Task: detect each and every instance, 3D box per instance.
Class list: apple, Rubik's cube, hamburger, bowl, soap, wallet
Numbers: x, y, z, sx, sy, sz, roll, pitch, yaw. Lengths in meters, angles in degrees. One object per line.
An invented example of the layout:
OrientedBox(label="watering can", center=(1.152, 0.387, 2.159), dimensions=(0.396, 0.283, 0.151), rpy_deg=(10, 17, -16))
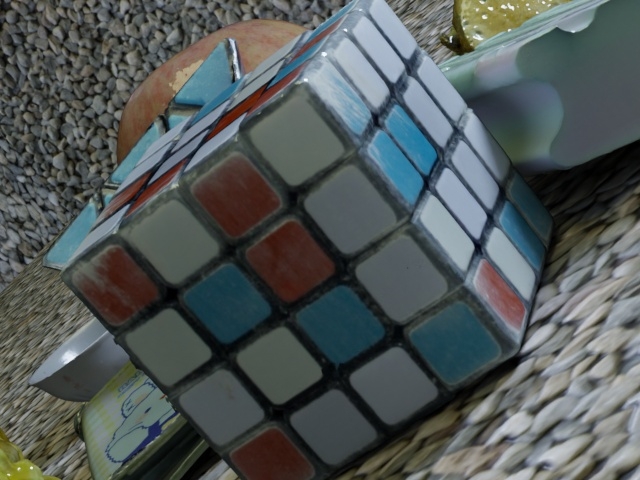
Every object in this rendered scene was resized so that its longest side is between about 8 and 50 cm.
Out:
OrientedBox(label="apple", center=(-0.093, -0.132, 2.231), dimensions=(0.344, 0.269, 0.345), rpy_deg=(-39, 9, 8))
OrientedBox(label="Rubik's cube", center=(-0.108, -0.023, 1.853), dimensions=(0.229, 0.228, 0.233), rpy_deg=(-50, 2, -39))
OrientedBox(label="hamburger", center=(0.220, -0.218, 1.865), dimensions=(0.131, 0.184, 0.159), rpy_deg=(76, -157, -67))
OrientedBox(label="bowl", center=(-0.255, 0.143, 2.158), dimensions=(0.189, 0.086, 0.189), rpy_deg=(-37, 10, 7))
OrientedBox(label="soap", center=(0.216, -0.138, 1.504), dimensions=(0.208, 0.115, 0.347), rpy_deg=(-30, 6, -20))
OrientedBox(label="Rubik's cube", center=(-0.001, 0.001, 1.375), dimensions=(0.253, 0.259, 0.256), rpy_deg=(-33, 13, 24))
OrientedBox(label="wallet", center=(-0.141, 0.156, 1.726), dimensions=(0.223, 0.077, 0.309), rpy_deg=(-41, 12, -4))

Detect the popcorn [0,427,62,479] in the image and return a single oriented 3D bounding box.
OrientedBox(label="popcorn", center=(-0.332, 0.255, 1.712), dimensions=(0.155, 0.197, 0.197), rpy_deg=(-38, 10, 6))
